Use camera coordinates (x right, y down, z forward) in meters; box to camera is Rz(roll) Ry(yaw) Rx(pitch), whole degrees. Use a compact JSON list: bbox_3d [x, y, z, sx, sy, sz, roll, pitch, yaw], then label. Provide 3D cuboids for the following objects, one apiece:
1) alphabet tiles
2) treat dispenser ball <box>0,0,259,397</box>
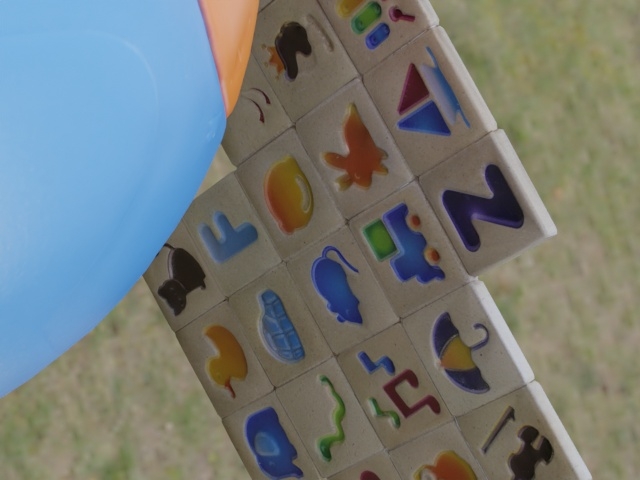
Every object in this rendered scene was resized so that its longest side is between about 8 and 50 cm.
[{"bbox_3d":[0.000,0.000,0.674,0.009,0.198,0.237,-26,85,-43],"label":"alphabet tiles"},{"bbox_3d":[-0.158,-0.081,0.485,0.288,0.288,0.288,49,32,-48],"label":"treat dispenser ball"}]
